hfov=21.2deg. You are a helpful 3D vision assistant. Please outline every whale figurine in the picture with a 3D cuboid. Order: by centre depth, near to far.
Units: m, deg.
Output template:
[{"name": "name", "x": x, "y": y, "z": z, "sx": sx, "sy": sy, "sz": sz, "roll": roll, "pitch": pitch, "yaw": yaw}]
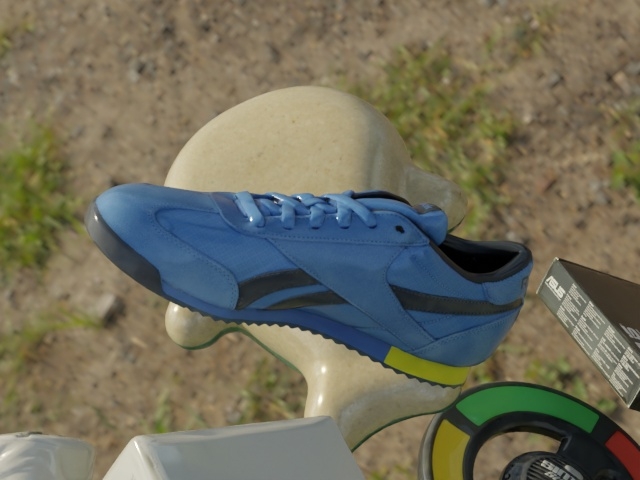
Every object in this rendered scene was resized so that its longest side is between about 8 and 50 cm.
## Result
[{"name": "whale figurine", "x": 0.003, "y": 0.028, "z": 1.142, "sx": 0.216, "sy": 0.141, "sz": 0.272, "roll": -26, "pitch": 57, "yaw": -1}]

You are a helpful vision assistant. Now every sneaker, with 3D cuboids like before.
[{"name": "sneaker", "x": 0.000, "y": 0.000, "z": 0.762, "sx": 0.082, "sy": 0.209, "sz": 0.069, "roll": -59, "pitch": 28, "yaw": 25}, {"name": "sneaker", "x": -0.246, "y": 0.191, "z": 1.090, "sx": 0.232, "sy": 0.090, "sz": 0.115, "roll": -14, "pitch": 71, "yaw": 31}]

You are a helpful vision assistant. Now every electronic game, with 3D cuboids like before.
[{"name": "electronic game", "x": 0.183, "y": 0.206, "z": 1.350, "sx": 0.048, "sy": 0.229, "sz": 0.229, "roll": 118, "pitch": 146, "yaw": -42}]

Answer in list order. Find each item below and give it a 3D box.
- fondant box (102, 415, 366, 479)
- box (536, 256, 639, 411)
[{"name": "fondant box", "x": -0.055, "y": 0.259, "z": 0.668, "sx": 0.330, "sy": 0.096, "sz": 0.238, "roll": -53, "pitch": 53, "yaw": 37}, {"name": "box", "x": 0.297, "y": 0.096, "z": 1.435, "sx": 0.045, "sy": 0.184, "sz": 0.191, "roll": -61, "pitch": 27, "yaw": 18}]
